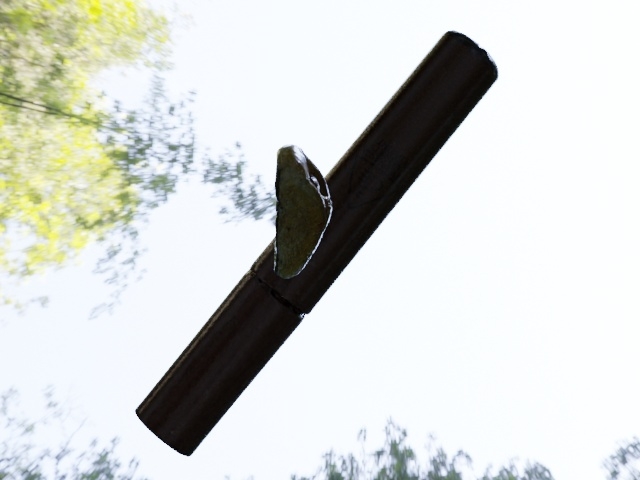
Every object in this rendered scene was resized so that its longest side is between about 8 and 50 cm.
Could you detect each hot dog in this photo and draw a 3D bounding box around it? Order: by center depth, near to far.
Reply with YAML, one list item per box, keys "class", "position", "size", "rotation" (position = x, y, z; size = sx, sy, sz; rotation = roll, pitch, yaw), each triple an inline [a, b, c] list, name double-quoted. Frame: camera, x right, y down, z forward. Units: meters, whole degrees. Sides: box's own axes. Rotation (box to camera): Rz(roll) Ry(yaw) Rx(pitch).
- class: "hot dog"
  position: [-0.010, -0.015, 0.634]
  size: [0.034, 0.030, 0.090]
  rotation: [1, -47, -1]

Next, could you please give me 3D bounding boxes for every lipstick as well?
- class: "lipstick"
  position: [0.000, 0.000, 0.778]
  size: [0.057, 0.057, 0.357]
  rotation: [40, -91, -1]
